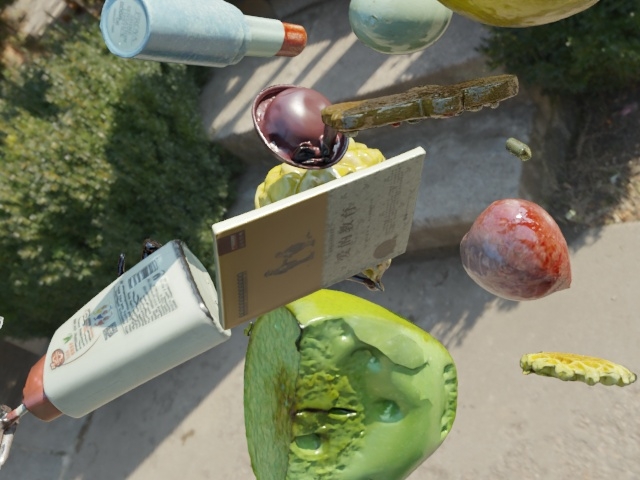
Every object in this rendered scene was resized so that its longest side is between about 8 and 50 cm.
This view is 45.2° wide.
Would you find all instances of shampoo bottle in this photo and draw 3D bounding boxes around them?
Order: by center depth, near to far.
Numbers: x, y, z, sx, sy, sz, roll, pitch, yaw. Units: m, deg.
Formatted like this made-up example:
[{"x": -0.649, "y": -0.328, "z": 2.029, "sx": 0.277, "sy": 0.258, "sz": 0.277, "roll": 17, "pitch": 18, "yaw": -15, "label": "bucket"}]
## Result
[{"x": -0.232, "y": 0.125, "z": 0.802, "sx": 0.284, "sy": 0.071, "sz": 0.153, "roll": -37, "pitch": 38, "yaw": 5, "label": "shampoo bottle"}]

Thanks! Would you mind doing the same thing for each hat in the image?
[{"x": -0.031, "y": -0.225, "z": 1.435, "sx": 0.089, "sy": 0.205, "sz": 0.205, "roll": 123, "pitch": 155, "yaw": -47, "label": "hat"}]

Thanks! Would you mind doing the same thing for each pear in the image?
[{"x": 0.056, "y": 0.224, "z": 1.162, "sx": 0.238, "sy": 0.318, "sz": 0.343, "roll": -137, "pitch": 51, "yaw": -61, "label": "pear"}]

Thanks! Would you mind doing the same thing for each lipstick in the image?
[{"x": -0.093, "y": -0.203, "z": 0.755, "sx": 0.068, "sy": 0.274, "sz": 0.061, "roll": 45, "pitch": 118, "yaw": 16, "label": "lipstick"}]

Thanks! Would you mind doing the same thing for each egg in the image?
[{"x": 0.138, "y": -0.394, "z": 1.317, "sx": 0.149, "sy": 0.192, "sz": 0.149, "roll": 41, "pitch": 138, "yaw": 52, "label": "egg"}]

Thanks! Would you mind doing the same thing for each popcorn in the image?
[{"x": 0.032, "y": -0.051, "z": 1.698, "sx": 0.349, "sy": 0.382, "sz": 0.349, "roll": -28, "pitch": 0, "yaw": 0, "label": "popcorn"}]

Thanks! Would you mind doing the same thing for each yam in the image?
[{"x": 0.544, "y": -0.250, "z": 2.115, "sx": 0.043, "sy": 0.043, "sz": 0.094, "roll": -49, "pitch": 28, "yaw": 7, "label": "yam"}]

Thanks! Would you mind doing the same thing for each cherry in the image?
[{"x": 0.430, "y": 0.034, "z": 1.699, "sx": 0.239, "sy": 0.206, "sz": 0.239, "roll": 26, "pitch": 123, "yaw": 49, "label": "cherry"}]

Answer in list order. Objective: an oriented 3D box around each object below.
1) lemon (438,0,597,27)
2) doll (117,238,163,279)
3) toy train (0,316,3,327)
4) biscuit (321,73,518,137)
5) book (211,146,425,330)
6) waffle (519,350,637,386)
[{"x": 0.258, "y": -0.436, "z": 0.975, "sx": 0.348, "sy": 0.348, "sz": 0.348, "roll": -28, "pitch": 44, "yaw": 31, "label": "lemon"}, {"x": -0.232, "y": 0.093, "z": 0.919, "sx": 0.195, "sy": 0.096, "sz": 0.070, "roll": -58, "pitch": 14, "yaw": -2, "label": "doll"}, {"x": -0.613, "y": 0.098, "z": 1.042, "sx": 0.249, "sy": 0.307, "sz": 0.173, "roll": -43, "pitch": 31, "yaw": 25, "label": "toy train"}, {"x": 0.156, "y": -0.205, "z": 1.176, "sx": 0.301, "sy": 0.049, "sz": 0.197, "roll": -13, "pitch": 19, "yaw": -2, "label": "biscuit"}, {"x": 0.000, "y": 0.000, "z": 0.582, "sx": 0.172, "sy": 0.118, "sz": 0.012, "roll": -23, "pitch": 54, "yaw": -21, "label": "book"}, {"x": 0.572, "y": 0.284, "z": 1.714, "sx": 0.250, "sy": 0.261, "sz": 0.056, "roll": 5, "pitch": 85, "yaw": 22, "label": "waffle"}]
